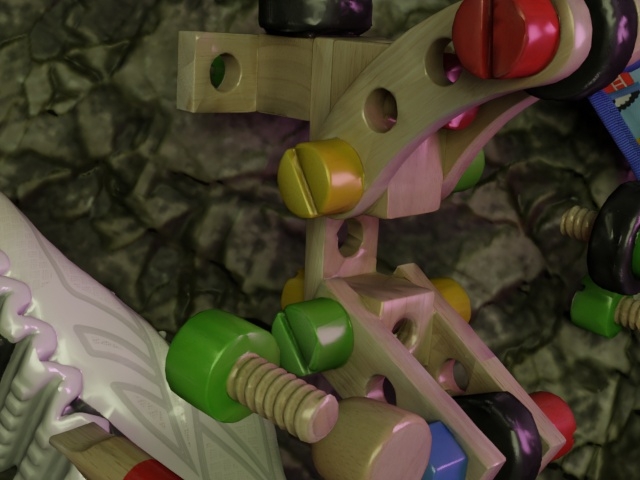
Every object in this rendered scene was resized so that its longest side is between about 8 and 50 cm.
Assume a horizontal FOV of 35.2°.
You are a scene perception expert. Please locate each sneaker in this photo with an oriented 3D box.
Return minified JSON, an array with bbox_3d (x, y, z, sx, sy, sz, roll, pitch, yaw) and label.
[{"bbox_3d":[-0.100,0.088,0.511,0.118,0.110,0.292,-29,77,-42],"label":"sneaker"}]

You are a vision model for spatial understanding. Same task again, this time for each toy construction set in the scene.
[{"bbox_3d":[0.000,0.000,0.480,0.309,0.237,0.257,-39,134,-32],"label":"toy construction set"}]

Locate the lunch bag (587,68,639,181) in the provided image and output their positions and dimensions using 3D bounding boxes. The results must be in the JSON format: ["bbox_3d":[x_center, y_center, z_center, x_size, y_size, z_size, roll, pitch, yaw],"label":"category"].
[{"bbox_3d":[0.220,-0.170,0.528,0.221,0.138,0.293,-29,98,29],"label":"lunch bag"}]
